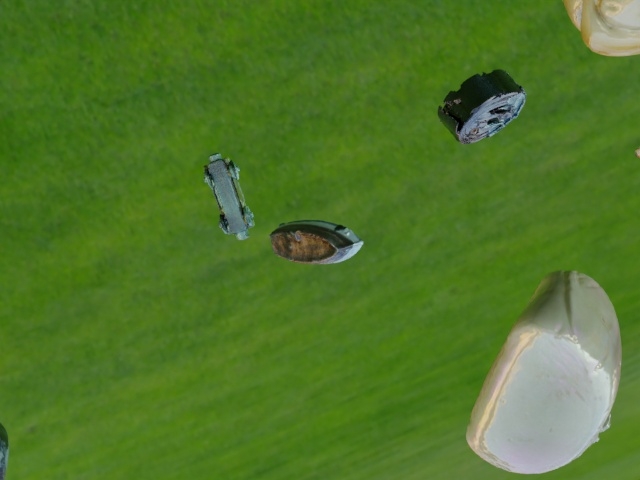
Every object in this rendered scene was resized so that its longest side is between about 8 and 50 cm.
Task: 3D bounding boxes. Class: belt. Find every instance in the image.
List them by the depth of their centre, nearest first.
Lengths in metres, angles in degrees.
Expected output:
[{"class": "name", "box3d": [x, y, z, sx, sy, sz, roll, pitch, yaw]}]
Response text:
[{"class": "belt", "box3d": [0.231, -0.187, 1.576, 0.140, 0.058, 0.105, -22, 153, -36]}]

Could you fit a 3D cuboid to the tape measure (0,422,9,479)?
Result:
[{"class": "tape measure", "box3d": [-0.538, 0.359, 1.540, 0.147, 0.275, 0.256, 24, 107, -23]}]

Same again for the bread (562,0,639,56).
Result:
[{"class": "bread", "box3d": [0.297, -0.314, 1.099, 0.173, 0.311, 0.121, -38, 133, 24]}]

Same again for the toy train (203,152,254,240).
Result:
[{"class": "toy train", "box3d": [-0.121, -0.060, 1.506, 0.050, 0.122, 0.081, -18, -177, 2]}]

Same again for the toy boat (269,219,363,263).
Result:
[{"class": "toy boat", "box3d": [0.000, 0.000, 1.460, 0.140, 0.059, 0.066, 3, -160, 41]}]

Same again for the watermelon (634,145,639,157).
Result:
[{"class": "watermelon", "box3d": [0.498, -0.164, 1.482, 0.163, 0.087, 0.069, -42, 132, 2]}]

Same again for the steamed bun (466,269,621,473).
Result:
[{"class": "steamed bun", "box3d": [0.277, 0.162, 1.293, 0.170, 0.152, 0.239, -50, 164, -49]}]
